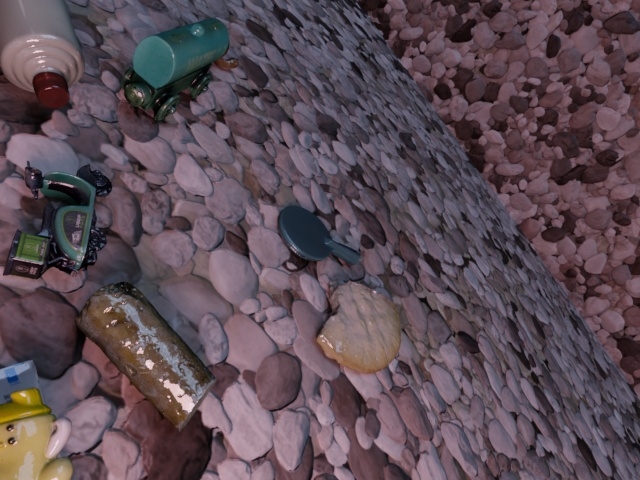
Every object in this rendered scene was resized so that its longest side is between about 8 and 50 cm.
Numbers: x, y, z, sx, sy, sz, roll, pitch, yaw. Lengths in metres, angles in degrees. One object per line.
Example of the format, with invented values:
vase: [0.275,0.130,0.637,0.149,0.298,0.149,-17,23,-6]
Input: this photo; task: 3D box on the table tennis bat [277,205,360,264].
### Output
table tennis bat: [0.000,0.000,0.950,0.201,0.033,0.124,27,41,-30]

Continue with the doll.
doll: [-0.247,0.206,0.381,0.062,0.106,0.162,64,9,-71]

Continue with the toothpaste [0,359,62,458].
toothpaste: [-0.255,0.201,0.435,0.048,0.031,0.190,-15,67,-45]

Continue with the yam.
yam: [-0.192,0.127,0.539,0.179,0.078,0.078,49,32,-2]

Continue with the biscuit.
biscuit: [0.076,0.150,0.891,0.265,0.040,0.188,-12,71,-55]

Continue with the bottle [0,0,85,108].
bottle: [-0.398,-0.288,0.666,0.104,0.104,0.245,0,59,-52]

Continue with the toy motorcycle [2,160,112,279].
toy motorcycle: [-0.307,-0.032,0.572,0.100,0.058,0.173,18,47,-34]

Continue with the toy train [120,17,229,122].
toy train: [-0.244,-0.310,0.834,0.101,0.159,0.248,39,35,-10]

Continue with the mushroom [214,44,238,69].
mushroom: [-0.227,-0.418,1.040,0.088,0.073,0.129,34,19,31]
